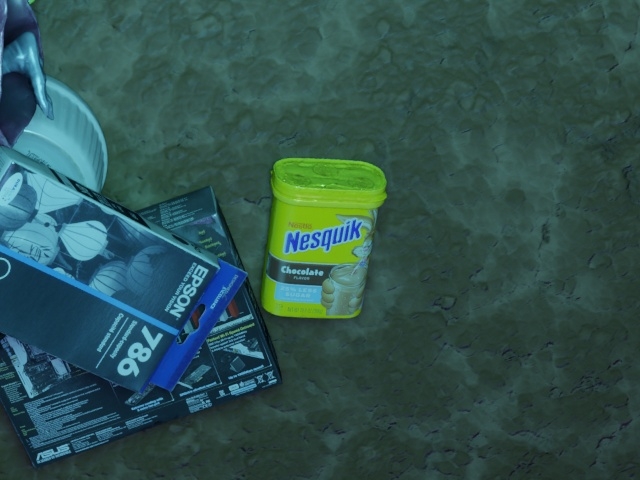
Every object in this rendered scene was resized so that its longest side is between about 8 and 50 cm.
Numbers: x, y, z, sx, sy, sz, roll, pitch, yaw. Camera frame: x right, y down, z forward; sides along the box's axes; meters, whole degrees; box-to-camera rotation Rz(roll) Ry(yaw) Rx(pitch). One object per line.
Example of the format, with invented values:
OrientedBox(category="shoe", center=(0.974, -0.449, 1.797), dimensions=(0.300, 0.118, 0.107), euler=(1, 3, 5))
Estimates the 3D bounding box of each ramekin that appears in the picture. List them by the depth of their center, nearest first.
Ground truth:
OrientedBox(category="ramekin", center=(-0.325, -0.066, 1.626), dimensions=(0.207, 0.109, 0.207), euler=(-4, 119, -8))

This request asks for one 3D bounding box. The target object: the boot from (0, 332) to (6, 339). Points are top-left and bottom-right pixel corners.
OrientedBox(category="boot", center=(-0.441, 0.035, 1.627), dimensions=(0.176, 0.088, 0.244), euler=(-37, 100, 31))

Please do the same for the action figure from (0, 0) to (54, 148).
OrientedBox(category="action figure", center=(-0.441, -0.171, 1.446), dimensions=(0.370, 0.248, 0.276), euler=(-8, 127, 4))

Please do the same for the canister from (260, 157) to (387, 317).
OrientedBox(category="canister", center=(0.000, 0.000, 1.745), dimensions=(0.126, 0.073, 0.170), euler=(2, 120, -11))

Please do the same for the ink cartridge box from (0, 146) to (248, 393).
OrientedBox(category="ink cartridge box", center=(-0.228, 0.045, 1.600), dimensions=(0.332, 0.065, 0.165), euler=(28, 97, -35))

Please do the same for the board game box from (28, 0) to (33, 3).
OrientedBox(category="board game box", center=(-0.260, -0.323, 1.531), dimensions=(0.181, 0.043, 0.092), euler=(-40, 118, 12))

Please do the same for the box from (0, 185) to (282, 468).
OrientedBox(category="box", center=(-0.225, 0.101, 1.756), dimensions=(0.307, 0.076, 0.242), euler=(-20, 120, 0))
